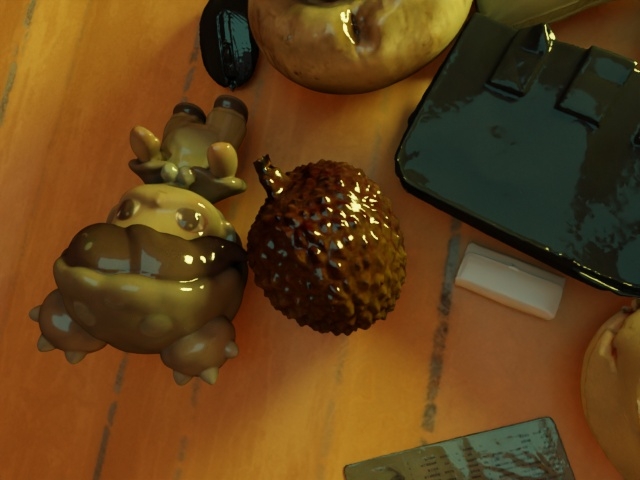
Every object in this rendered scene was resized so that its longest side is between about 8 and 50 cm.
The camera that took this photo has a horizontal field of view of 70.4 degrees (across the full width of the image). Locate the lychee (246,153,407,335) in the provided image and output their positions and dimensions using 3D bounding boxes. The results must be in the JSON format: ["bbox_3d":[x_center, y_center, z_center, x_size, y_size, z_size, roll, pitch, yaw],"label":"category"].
[{"bbox_3d":[0.000,0.000,0.536,0.200,0.200,0.238,-42,103,2],"label":"lychee"}]

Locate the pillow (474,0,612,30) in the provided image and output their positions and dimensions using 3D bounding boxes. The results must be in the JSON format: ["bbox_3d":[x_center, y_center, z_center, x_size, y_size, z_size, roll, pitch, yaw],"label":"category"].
[{"bbox_3d":[0.333,-0.415,0.553,0.322,0.120,0.255,-15,96,17],"label":"pillow"}]

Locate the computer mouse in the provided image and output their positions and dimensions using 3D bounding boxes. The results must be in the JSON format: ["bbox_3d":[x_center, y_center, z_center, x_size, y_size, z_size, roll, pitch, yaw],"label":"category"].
[{"bbox_3d":[-0.138,-0.317,0.693,0.099,0.057,0.172,-3,83,10],"label":"computer mouse"}]

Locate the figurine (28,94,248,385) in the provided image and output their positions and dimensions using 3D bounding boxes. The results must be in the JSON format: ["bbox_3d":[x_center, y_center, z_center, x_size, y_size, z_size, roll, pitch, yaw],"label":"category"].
[{"bbox_3d":[-0.193,-0.018,0.592,0.248,0.203,0.380,11,69,-1],"label":"figurine"}]

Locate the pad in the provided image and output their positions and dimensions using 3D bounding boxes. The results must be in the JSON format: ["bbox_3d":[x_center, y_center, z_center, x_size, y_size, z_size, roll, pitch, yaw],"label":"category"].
[{"bbox_3d":[0.171,0.321,0.538,0.265,0.009,0.159,-18,76,8],"label":"pad"}]

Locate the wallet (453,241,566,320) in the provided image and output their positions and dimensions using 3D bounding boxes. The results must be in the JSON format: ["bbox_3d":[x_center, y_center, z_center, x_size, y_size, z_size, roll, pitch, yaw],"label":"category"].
[{"bbox_3d":[0.235,0.050,0.565,0.122,0.025,0.061,22,79,15],"label":"wallet"}]

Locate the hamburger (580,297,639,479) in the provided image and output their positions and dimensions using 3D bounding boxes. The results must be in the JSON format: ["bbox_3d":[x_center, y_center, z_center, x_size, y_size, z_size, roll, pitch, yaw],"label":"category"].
[{"bbox_3d":[0.418,0.179,0.441,0.295,0.151,0.227,32,94,8],"label":"hamburger"}]

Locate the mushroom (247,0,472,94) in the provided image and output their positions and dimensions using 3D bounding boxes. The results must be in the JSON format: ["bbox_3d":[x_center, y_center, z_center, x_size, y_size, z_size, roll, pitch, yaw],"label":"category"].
[{"bbox_3d":[0.032,-0.335,0.535,0.293,0.290,0.292,-5,67,12],"label":"mushroom"}]

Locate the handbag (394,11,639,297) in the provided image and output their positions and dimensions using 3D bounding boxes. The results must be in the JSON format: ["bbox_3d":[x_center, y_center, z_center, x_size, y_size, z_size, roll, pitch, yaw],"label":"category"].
[{"bbox_3d":[0.281,-0.117,0.538,0.326,0.118,0.269,31,95,15],"label":"handbag"}]
